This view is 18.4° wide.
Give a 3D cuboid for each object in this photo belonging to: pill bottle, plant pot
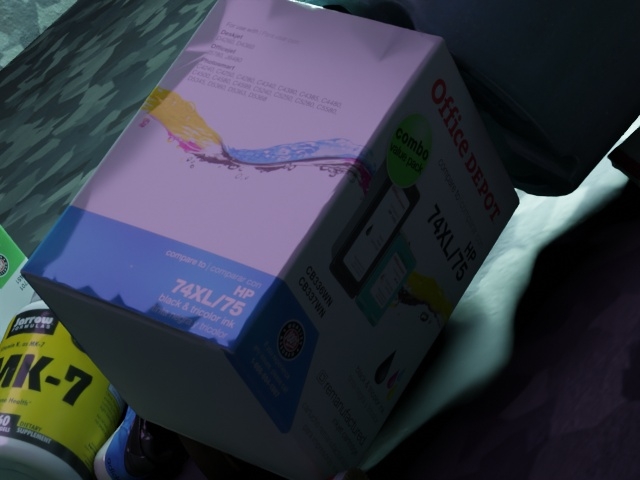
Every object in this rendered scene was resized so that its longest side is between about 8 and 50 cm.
[{"bbox_3d":[-0.223,0.126,1.670,0.119,0.119,0.208,-22,38,40],"label":"pill bottle"},{"bbox_3d":[0.176,-0.236,1.480,0.334,0.341,0.341,-53,21,-9],"label":"plant pot"}]

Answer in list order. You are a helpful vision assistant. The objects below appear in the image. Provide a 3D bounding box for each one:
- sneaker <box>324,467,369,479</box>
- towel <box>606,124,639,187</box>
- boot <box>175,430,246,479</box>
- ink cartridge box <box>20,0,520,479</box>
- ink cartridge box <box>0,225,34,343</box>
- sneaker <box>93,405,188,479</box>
[{"bbox_3d":[-0.014,0.196,1.292,0.067,0.042,0.118,-21,17,33],"label":"sneaker"},{"bbox_3d":[0.357,-0.139,1.375,0.329,0.037,0.237,-41,18,3],"label":"towel"},{"bbox_3d":[-0.068,0.079,1.592,0.115,0.112,0.305,-32,28,4],"label":"boot"},{"bbox_3d":[-0.027,-0.004,1.389,0.197,0.198,0.270,18,64,35],"label":"ink cartridge box"},{"bbox_3d":[-0.290,0.110,1.763,0.087,0.208,0.153,-19,27,38],"label":"ink cartridge box"},{"bbox_3d":[-0.126,0.135,1.622,0.084,0.058,0.152,-30,23,42],"label":"sneaker"}]
